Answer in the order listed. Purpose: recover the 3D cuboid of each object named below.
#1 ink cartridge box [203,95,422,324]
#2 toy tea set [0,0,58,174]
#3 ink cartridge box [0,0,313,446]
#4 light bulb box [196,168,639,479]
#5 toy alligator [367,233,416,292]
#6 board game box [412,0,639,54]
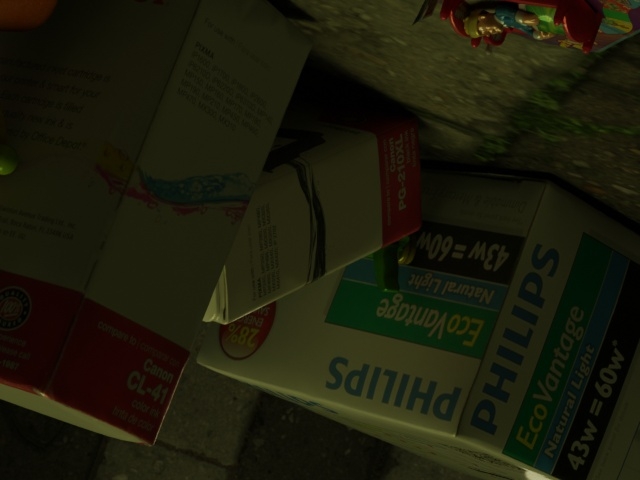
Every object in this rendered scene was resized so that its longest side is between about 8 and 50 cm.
[{"bbox_3d":[-0.061,-0.032,1.504,0.172,0.100,0.237,13,-155,37],"label":"ink cartridge box"},{"bbox_3d":[-0.279,-0.167,1.345,0.124,0.200,0.336,-13,-148,-41],"label":"toy tea set"},{"bbox_3d":[-0.169,-0.041,1.342,0.226,0.306,0.131,14,166,38],"label":"ink cartridge box"},{"bbox_3d":[0.154,0.093,1.778,0.361,0.225,0.358,27,169,-39],"label":"light bulb box"},{"bbox_3d":[0.043,-0.036,1.633,0.056,0.051,0.189,9,-141,-23],"label":"toy alligator"},{"bbox_3d":[0.111,-0.126,1.127,0.133,0.033,0.169,21,172,-10],"label":"board game box"}]
